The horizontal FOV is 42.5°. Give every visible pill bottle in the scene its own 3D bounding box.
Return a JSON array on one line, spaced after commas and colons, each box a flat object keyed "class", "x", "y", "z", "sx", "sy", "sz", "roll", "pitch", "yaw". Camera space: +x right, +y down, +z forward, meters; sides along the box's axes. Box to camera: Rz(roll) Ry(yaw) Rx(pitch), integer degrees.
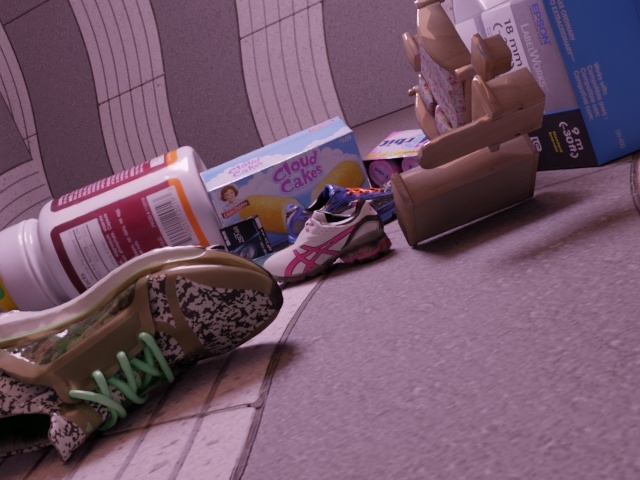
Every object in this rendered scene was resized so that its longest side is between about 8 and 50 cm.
[{"class": "pill bottle", "x": -0.378, "y": -0.004, "z": 1.531, "sx": 0.392, "sy": 0.224, "sz": 0.224, "roll": -22, "pitch": 11, "yaw": 1}]

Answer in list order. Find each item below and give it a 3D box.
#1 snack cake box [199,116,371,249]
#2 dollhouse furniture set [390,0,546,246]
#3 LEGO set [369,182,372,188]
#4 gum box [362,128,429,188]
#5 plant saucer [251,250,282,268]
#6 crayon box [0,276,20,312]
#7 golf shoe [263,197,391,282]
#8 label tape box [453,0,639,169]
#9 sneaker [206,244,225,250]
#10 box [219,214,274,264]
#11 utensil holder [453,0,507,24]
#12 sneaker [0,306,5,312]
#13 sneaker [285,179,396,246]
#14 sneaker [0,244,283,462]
[{"class": "snack cake box", "x": -0.055, "y": -0.089, "z": 1.423, "sx": 0.264, "sy": 0.152, "sz": 0.089, "roll": -24, "pitch": 31, "yaw": -6}, {"class": "dollhouse furniture set", "x": 0.121, "y": -0.197, "z": 1.068, "sx": 0.174, "sy": 0.355, "sz": 0.303, "roll": -22, "pitch": -28, "yaw": -2}, {"class": "LEGO set", "x": 0.164, "y": -0.128, "z": 1.556, "sx": 0.183, "sy": 0.060, "sz": 0.244, "roll": -10, "pitch": 27, "yaw": 45}, {"class": "gum box", "x": 0.180, "y": -0.142, "z": 1.402, "sx": 0.188, "sy": 0.062, "sz": 0.107, "roll": 0, "pitch": 32, "yaw": 41}, {"class": "plant saucer", "x": -0.098, "y": 0.049, "z": 1.232, "sx": 0.119, "sy": 0.021, "sz": 0.119, "roll": -22, "pitch": 11, "yaw": 5}, {"class": "crayon box", "x": -0.673, "y": 0.084, "z": 1.545, "sx": 0.165, "sy": 0.278, "sz": 0.081, "roll": -27, "pitch": 12, "yaw": -21}, {"class": "golf shoe", "x": 0.000, "y": 0.000, "z": 1.106, "sx": 0.186, "sy": 0.085, "sz": 0.067, "roll": -20, "pitch": 12, "yaw": 23}, {"class": "label tape box", "x": 0.336, "y": -0.227, "z": 1.105, "sx": 0.106, "sy": 0.240, "sz": 0.334, "roll": -26, "pitch": 11, "yaw": -19}, {"class": "sneaker", "x": -0.210, "y": 0.056, "z": 1.254, "sx": 0.077, "sy": 0.071, "sz": 0.178, "roll": 3, "pitch": 22, "yaw": 31}, {"class": "box", "x": -0.115, "y": 0.008, "z": 1.303, "sx": 0.067, "sy": 0.083, "sz": 0.018, "roll": -17, "pitch": 11, "yaw": 23}, {"class": "utensil holder", "x": 0.478, "y": -0.407, "z": 1.495, "sx": 0.386, "sy": 0.327, "sz": 0.327, "roll": -24, "pitch": 11, "yaw": 1}, {"class": "sneaker", "x": -0.624, "y": 0.197, "z": 1.394, "sx": 0.276, "sy": 0.135, "sz": 0.097, "roll": -44, "pitch": 18, "yaw": 16}, {"class": "sneaker", "x": 0.044, "y": -0.054, "z": 1.273, "sx": 0.221, "sy": 0.087, "sz": 0.083, "roll": -26, "pitch": 12, "yaw": -17}, {"class": "sneaker", "x": -0.225, "y": 0.146, "z": 0.844, "sx": 0.411, "sy": 0.158, "sz": 0.182, "roll": -20, "pitch": 42, "yaw": 2}]
